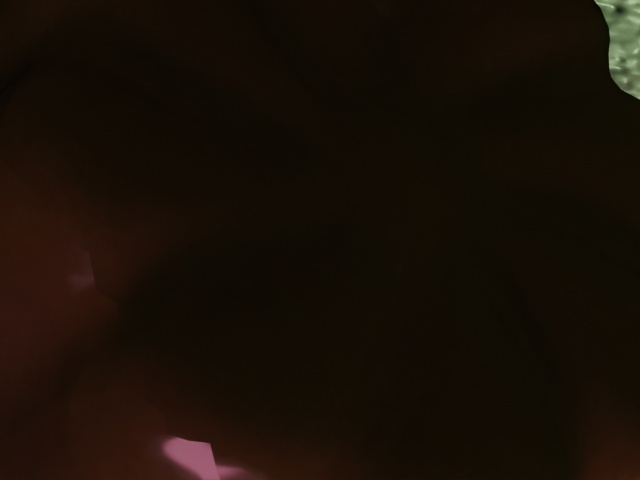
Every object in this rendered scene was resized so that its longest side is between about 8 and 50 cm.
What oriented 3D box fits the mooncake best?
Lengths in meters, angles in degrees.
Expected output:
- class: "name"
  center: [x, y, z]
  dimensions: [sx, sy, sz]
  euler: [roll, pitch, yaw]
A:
- class: "mooncake"
  center: [0.000, 0.000, 0.819]
  dimensions: [0.378, 0.378, 0.201]
  euler: [26, 146, -21]
